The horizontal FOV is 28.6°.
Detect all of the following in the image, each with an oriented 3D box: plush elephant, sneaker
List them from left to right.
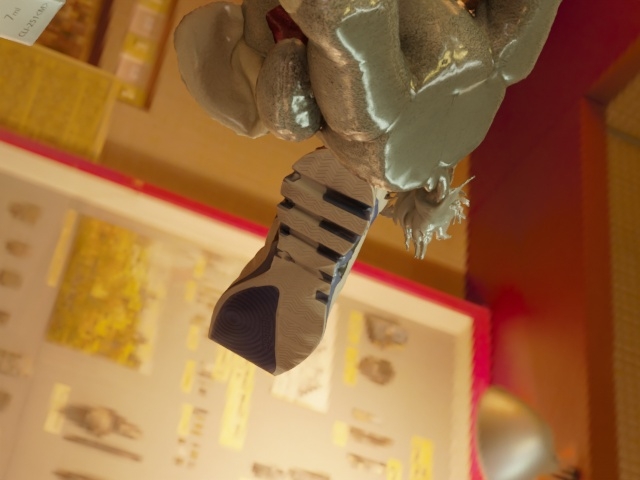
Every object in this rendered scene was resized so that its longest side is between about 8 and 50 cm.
[{"bbox_3d":[0.000,-0.001,1.441,0.316,0.127,0.182,-61,174,33],"label":"sneaker"},{"bbox_3d":[0.029,-0.175,0.984,0.255,0.271,0.330,47,-27,31],"label":"plush elephant"}]

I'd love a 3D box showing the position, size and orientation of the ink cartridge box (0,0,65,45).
[{"bbox_3d":[-0.335,-0.286,0.932,0.060,0.239,0.275,-43,-122,26],"label":"ink cartridge box"}]
